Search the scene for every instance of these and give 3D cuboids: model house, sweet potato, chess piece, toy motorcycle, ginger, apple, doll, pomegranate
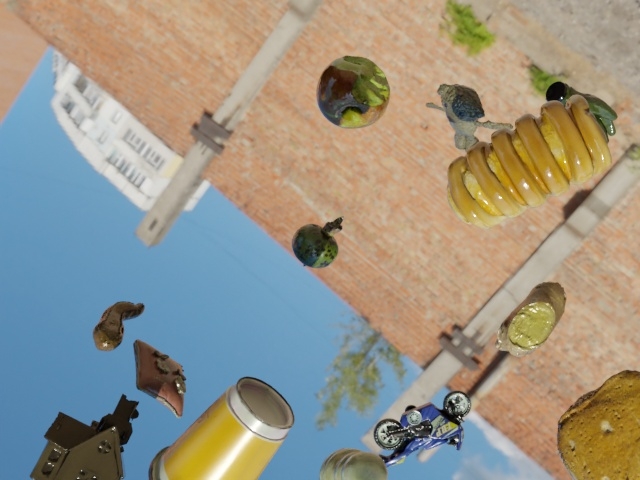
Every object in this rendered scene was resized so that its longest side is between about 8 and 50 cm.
[{"bbox_3d":[-0.507,0.452,1.695,0.205,0.243,0.211,29,161,-7],"label":"model house"},{"bbox_3d":[-0.513,0.206,1.895,0.081,0.062,0.233,35,-159,-7],"label":"sweet potato"},{"bbox_3d":[0.081,0.517,1.654,0.133,0.133,0.243,39,161,4],"label":"chess piece"},{"bbox_3d":[0.308,0.561,2.206,0.113,0.316,0.168,43,-157,-87],"label":"toy motorcycle"},{"bbox_3d":[0.645,0.243,2.308,0.130,0.275,0.221,46,-170,5],"label":"ginger"},{"bbox_3d":[0.107,-0.496,2.481,0.246,0.246,0.226,27,-126,-38],"label":"apple"},{"bbox_3d":[0.341,-0.295,1.851,0.203,0.091,0.286,38,175,-7],"label":"doll"},{"bbox_3d":[0.000,0.000,1.866,0.122,0.161,0.122,40,-166,-12],"label":"pomegranate"}]

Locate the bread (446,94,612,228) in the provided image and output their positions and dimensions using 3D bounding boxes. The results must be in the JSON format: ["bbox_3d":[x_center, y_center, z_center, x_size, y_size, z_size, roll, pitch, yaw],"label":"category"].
[{"bbox_3d":[0.373,-0.140,1.408,0.121,0.311,0.172,28,-143,-54],"label":"bread"}]

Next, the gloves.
[{"bbox_3d":[0.767,-0.376,2.200,0.268,0.135,0.107,33,-122,-26],"label":"gloves"}]

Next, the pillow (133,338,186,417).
[{"bbox_3d":[-0.409,0.348,1.942,0.179,0.075,0.171,46,-162,-39],"label":"pillow"}]

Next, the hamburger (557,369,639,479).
[{"bbox_3d":[0.703,0.461,1.719,0.284,0.305,0.174,57,180,27],"label":"hamburger"}]

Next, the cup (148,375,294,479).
[{"bbox_3d":[-0.180,0.396,1.401,0.196,0.279,0.196,36,-165,-11],"label":"cup"}]
